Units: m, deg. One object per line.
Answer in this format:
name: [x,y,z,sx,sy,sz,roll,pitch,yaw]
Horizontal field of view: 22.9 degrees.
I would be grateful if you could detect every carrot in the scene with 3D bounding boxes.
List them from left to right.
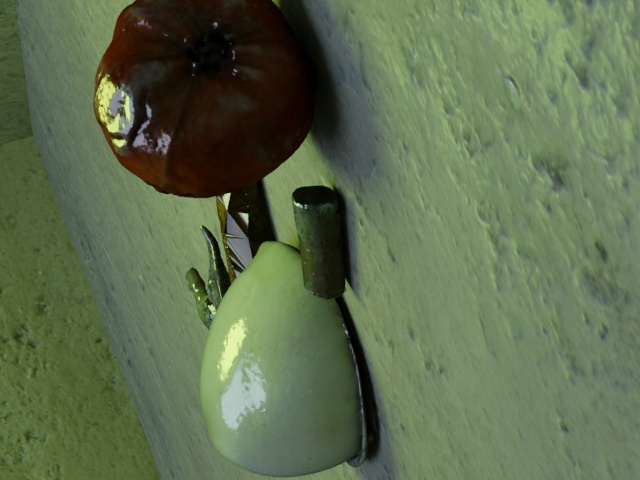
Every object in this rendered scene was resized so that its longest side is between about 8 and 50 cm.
carrot: [-0.093,0.003,2.042,0.069,0.069,0.228,-149,45,-68]

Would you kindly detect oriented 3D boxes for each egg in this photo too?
egg: [-0.064,0.150,1.889,0.264,0.174,0.286,-178,75,-70]

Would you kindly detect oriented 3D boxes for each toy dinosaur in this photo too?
toy dinosaur: [-0.104,0.124,2.147,0.294,0.077,0.162,56,174,4]

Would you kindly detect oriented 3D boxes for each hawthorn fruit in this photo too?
hawthorn fruit: [-0.131,-0.144,1.693,0.271,0.242,0.242,117,134,-69]

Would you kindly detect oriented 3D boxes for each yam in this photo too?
yam: [0.000,0.000,1.730,0.054,0.054,0.132,-125,23,-50]
